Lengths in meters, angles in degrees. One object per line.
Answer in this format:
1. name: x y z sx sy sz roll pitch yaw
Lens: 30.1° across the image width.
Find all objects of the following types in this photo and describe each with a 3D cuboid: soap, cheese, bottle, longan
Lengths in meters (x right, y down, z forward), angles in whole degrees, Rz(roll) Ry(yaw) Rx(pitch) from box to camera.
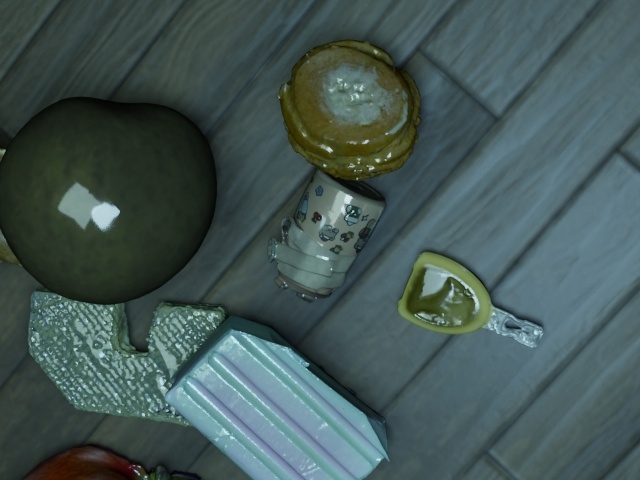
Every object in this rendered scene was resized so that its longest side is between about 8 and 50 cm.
1. soap: -0.043 0.194 1.349 0.230 0.091 0.145 44 98 -8
2. cheese: 0.172 0.078 1.341 0.162 0.036 0.086 24 101 9
3. bottle: 0.001 0.001 1.341 0.099 0.099 0.152 31 104 7
4. longan: -0.233 -0.052 1.321 0.248 0.248 0.248 1 96 12

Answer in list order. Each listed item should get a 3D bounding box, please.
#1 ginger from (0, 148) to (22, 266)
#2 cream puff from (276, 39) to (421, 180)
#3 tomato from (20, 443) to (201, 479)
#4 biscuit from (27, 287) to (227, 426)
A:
1. ginger: -0.417 -0.039 1.406 0.270 0.123 0.219 43 99 3
2. cream puff: 0.035 -0.138 1.304 0.150 0.115 0.165 -17 71 -4
3. tomato: -0.250 0.412 1.395 0.335 0.176 0.290 20 102 8
4. biscuit: -0.233 0.137 1.425 0.250 0.046 0.147 7 98 11
